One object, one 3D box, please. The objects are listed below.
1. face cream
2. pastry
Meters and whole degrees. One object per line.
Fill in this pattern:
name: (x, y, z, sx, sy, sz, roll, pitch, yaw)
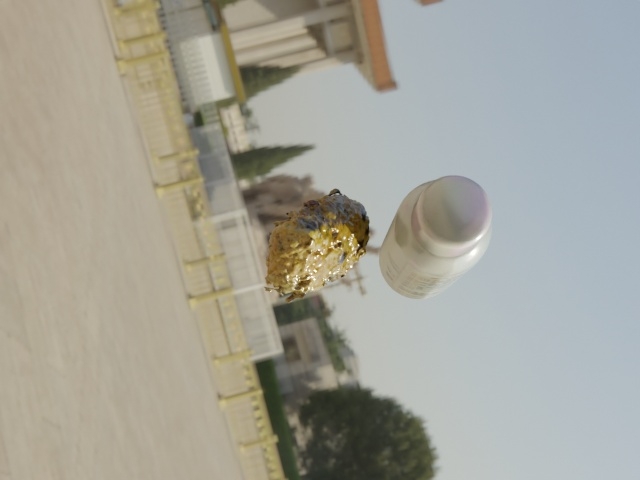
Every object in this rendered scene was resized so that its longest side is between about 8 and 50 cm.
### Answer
face cream: (0.098, -0.001, 0.866, 0.269, 0.082, 0.082, 96, -22, -80)
pastry: (0.000, 0.000, 0.859, 0.140, 0.056, 0.080, -41, 145, -59)
